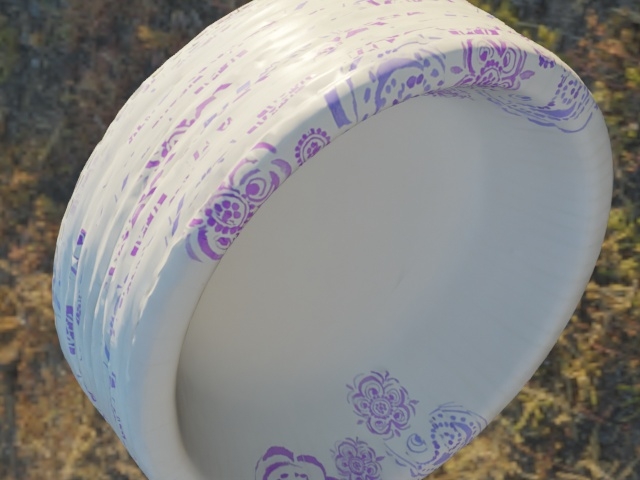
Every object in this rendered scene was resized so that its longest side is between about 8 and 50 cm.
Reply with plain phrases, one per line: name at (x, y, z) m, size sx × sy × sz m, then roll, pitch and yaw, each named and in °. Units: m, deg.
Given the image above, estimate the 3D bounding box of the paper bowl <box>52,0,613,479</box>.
paper bowl at (0.000, 0.000, 0.620) m, size 0.148 × 0.284 × 0.284 m, roll 42°, pitch 122°, yaw 41°
